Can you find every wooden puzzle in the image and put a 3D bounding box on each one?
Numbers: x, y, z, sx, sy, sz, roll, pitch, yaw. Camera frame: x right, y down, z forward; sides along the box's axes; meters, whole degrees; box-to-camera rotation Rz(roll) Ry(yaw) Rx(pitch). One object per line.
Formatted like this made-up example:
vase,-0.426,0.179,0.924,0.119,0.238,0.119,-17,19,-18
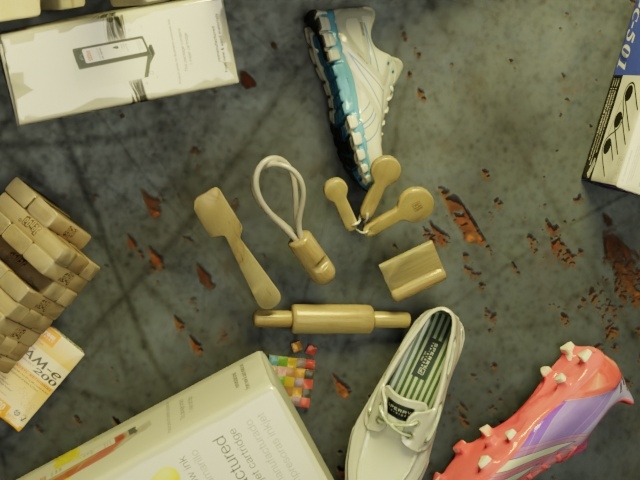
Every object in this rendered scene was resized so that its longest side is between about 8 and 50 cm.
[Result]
wooden puzzle,-0.032,0.142,1.570,0.049,0.006,0.083,7,95,-13

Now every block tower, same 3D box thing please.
block tower,-0.348,0.103,1.436,0.091,0.097,0.335,39,88,20

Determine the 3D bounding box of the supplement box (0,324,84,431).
supplement box,-0.283,0.126,1.497,0.062,0.036,0.098,40,87,-14

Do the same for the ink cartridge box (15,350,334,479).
ink cartridge box,-0.154,0.325,1.467,0.384,0.160,0.279,-29,101,-2

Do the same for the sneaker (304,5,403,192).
sneaker,0.048,-0.142,1.526,0.082,0.071,0.191,-16,100,-16

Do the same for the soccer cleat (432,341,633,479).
soccer cleat,0.218,0.213,1.600,0.248,0.083,0.095,-45,108,-7

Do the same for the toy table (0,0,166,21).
toy table,-0.206,-0.282,1.350,0.252,0.274,0.161,-12,102,-17

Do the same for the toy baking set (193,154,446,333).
toy baking set,0.001,0.006,1.524,0.256,0.030,0.197,-3,115,-11

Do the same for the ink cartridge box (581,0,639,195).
ink cartridge box,0.331,-0.150,1.572,0.046,0.097,0.207,16,93,-14

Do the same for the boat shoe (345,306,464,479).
boat shoe,0.079,0.167,1.541,0.083,0.076,0.226,16,77,11

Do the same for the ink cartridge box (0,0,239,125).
ink cartridge box,-0.191,-0.168,1.427,0.203,0.148,0.086,-12,101,-10
